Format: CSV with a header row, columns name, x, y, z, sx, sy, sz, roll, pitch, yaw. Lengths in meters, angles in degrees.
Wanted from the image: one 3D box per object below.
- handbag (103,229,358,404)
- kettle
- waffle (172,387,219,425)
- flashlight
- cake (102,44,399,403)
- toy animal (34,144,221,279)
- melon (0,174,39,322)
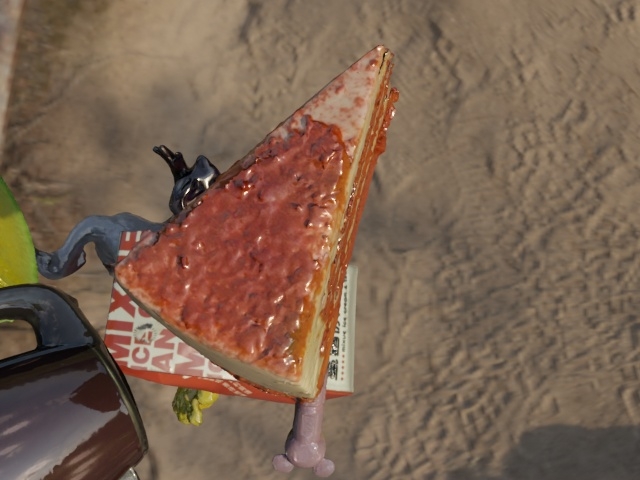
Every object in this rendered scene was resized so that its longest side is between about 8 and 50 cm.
name,x,y,z,sx,sy,sz,roll,pitch,yaw
handbag,-0.108,0.093,1.444,0.151,0.298,0.171,-13,71,51
kettle,-0.257,0.150,0.955,0.232,0.144,0.202,-27,77,-22
waffle,-0.136,0.123,1.876,0.060,0.307,0.311,30,98,-13
flashlight,-0.010,0.140,1.022,0.052,0.031,0.110,6,111,0
cake,0.000,0.000,0.918,0.262,0.158,0.159,-41,79,-3
toy animal,-0.268,-0.001,1.746,0.090,0.324,0.195,-10,108,57
melon,-0.400,-0.029,1.224,0.129,0.265,0.169,-32,34,17
